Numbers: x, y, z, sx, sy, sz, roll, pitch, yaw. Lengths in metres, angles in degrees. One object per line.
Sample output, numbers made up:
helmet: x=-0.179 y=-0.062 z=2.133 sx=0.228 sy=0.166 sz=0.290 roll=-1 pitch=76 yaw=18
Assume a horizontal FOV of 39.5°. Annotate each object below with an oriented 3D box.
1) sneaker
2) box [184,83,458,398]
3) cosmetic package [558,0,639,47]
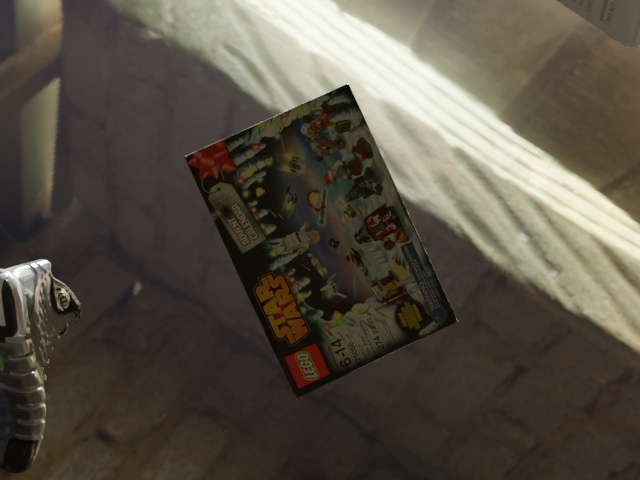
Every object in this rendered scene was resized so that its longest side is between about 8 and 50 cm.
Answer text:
sneaker: x=-0.303 y=0.128 z=0.962 sx=0.132 sy=0.086 sz=0.229 roll=-36 pitch=-47 yaw=-63
box: x=0.000 y=0.000 z=0.464 sx=0.093 sy=0.137 sz=0.027 roll=-25 pitch=0 yaw=-4
cosmetic package: x=0.465 y=-0.564 z=1.244 sx=0.393 sy=0.327 sz=0.329 roll=-42 pitch=-24 yaw=-14
